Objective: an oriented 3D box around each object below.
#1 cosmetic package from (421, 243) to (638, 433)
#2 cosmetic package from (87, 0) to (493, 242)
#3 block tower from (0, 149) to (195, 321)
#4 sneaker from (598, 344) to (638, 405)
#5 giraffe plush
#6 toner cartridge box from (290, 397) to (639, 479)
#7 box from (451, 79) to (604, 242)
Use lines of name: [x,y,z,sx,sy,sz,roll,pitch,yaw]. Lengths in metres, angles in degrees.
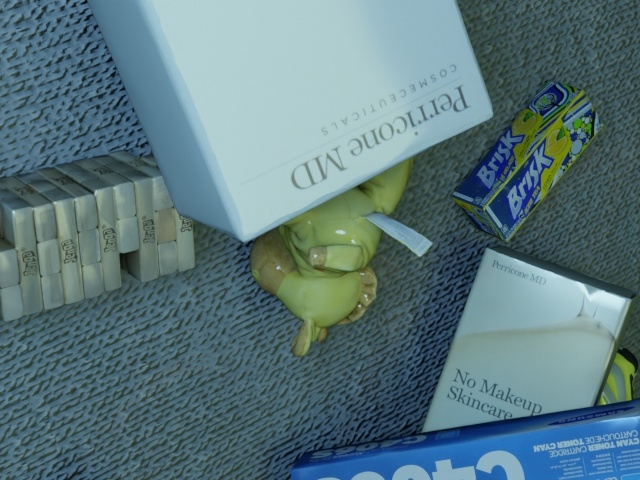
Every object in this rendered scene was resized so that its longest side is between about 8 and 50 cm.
cosmetic package: [0.201,0.174,1.357,0.113,0.160,0.310,-8,116,-73]
cosmetic package: [-0.070,-0.255,0.952,0.230,0.161,0.453,-28,109,-17]
block tower: [-0.267,0.012,1.024,0.335,0.091,0.097,-15,113,-31]
sneaker: [0.331,0.295,1.523,0.147,0.145,0.385,-25,122,-27]
giraffe plush: [0.000,0.000,1.181,0.181,0.210,0.171,-24,148,-31]
toner cartridge box: [0.157,0.265,1.269,0.347,0.075,0.165,-12,93,11]
box: [0.215,-0.083,1.358,0.169,0.054,0.059,-50,128,-11]
